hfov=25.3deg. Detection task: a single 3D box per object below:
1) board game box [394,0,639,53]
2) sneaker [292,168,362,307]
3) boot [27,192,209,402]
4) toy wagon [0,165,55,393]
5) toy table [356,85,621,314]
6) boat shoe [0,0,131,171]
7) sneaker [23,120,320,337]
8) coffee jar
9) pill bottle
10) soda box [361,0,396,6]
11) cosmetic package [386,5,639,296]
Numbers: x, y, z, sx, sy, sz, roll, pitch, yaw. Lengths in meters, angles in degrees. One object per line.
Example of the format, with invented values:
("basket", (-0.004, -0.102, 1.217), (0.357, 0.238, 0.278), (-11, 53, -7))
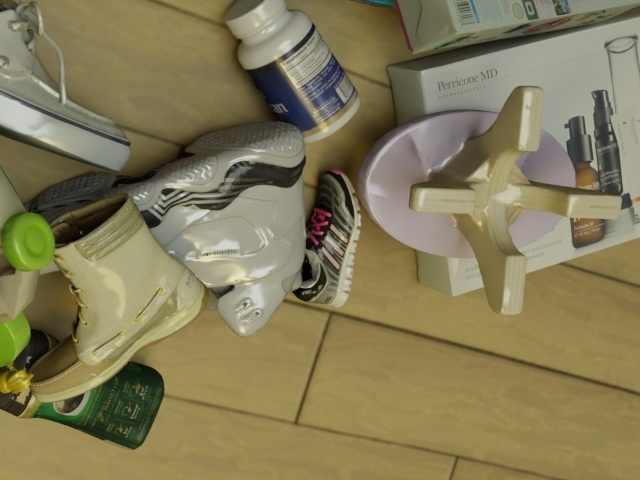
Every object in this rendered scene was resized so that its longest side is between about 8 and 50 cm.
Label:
("board game box", (0.214, -0.348, 1.641), (0.303, 0.097, 0.224), (-14, 86, -32))
("sneaker", (0.000, 0.000, 1.688), (0.075, 0.063, 0.170), (-4, 108, -32))
("boot", (-0.242, 0.059, 1.453), (0.213, 0.077, 0.165), (-33, 126, 4))
("toy wagon", (-0.379, 0.001, 1.402), (0.344, 0.267, 0.068), (63, 37, -24))
("toy table", (0.197, -0.056, 1.619), (0.274, 0.161, 0.252), (-11, 105, -18))
("boat shoe", (-0.340, -0.202, 1.450), (0.367, 0.136, 0.156), (25, 86, -19))
("sneaker", (-0.166, 0.018, 1.568), (0.366, 0.137, 0.210), (-21, 111, -18))
("coffee jar", (-0.272, 0.163, 1.579), (0.184, 0.079, 0.096), (23, 92, -29))
("pill bottle", (-0.035, -0.201, 1.611), (0.094, 0.094, 0.169), (-41, 115, -13))
("soda box", (-0.004, -0.315, 1.615), (0.210, 0.071, 0.067), (7, 98, -28))
("cosmetic package", (0.284, -0.119, 1.790), (0.377, 0.097, 0.284), (-17, 105, -22))
